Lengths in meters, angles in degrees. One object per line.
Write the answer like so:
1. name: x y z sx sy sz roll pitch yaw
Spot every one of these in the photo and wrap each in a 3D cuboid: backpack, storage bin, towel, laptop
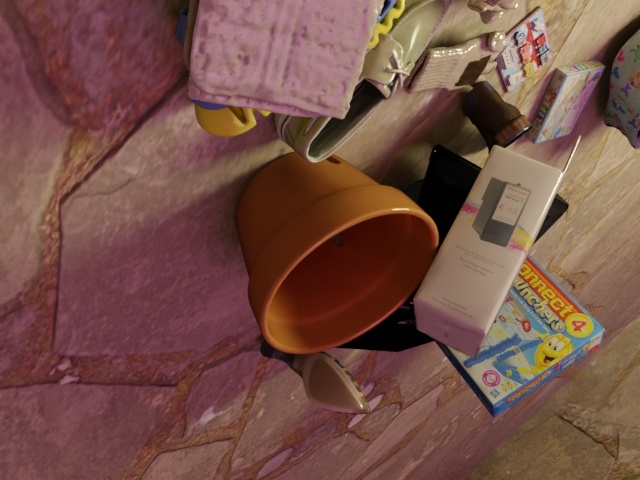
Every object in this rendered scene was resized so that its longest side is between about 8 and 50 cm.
1. backpack: 0.664 -0.305 1.139 0.225 0.191 0.253 -35 140 1
2. storage bin: 0.439 -0.047 1.331 0.122 0.084 0.180 13 124 -47
3. towel: -0.020 -0.251 0.567 0.187 0.049 0.282 4 127 -26
4. laptop: 0.184 0.053 1.195 0.407 0.237 0.381 -26 153 36

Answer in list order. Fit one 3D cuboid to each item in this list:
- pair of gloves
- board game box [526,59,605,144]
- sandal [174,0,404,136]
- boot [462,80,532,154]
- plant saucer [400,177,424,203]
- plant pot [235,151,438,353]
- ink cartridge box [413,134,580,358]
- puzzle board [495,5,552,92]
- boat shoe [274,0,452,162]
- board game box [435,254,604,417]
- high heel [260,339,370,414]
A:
1. pair of gloves: 0.239 -0.302 0.847 0.204 0.042 0.240 -22 156 -46
2. board game box: 0.463 -0.261 1.148 0.103 0.026 0.154 -17 141 -25
3. sandal: -0.033 -0.251 0.664 0.317 0.126 0.138 -38 141 2
4. boot: 0.299 -0.211 1.034 0.082 0.106 0.219 -36 176 8
5. plant saucer: 0.181 -0.066 1.124 0.119 0.021 0.120 -12 123 -19
6. plant pot: 0.000 0.000 0.911 0.290 0.204 0.291 -23 144 -18
7. ink cartridge box: 0.282 -0.005 0.982 0.354 0.119 0.207 -59 161 -14
8. puzzle board: 0.337 -0.310 0.998 0.096 0.011 0.128 -41 145 7
9. boat shoe: 0.070 -0.222 0.801 0.302 0.094 0.109 -45 144 13
10. board game box: 0.430 0.195 1.414 0.301 0.308 0.086 -32 144 -6
11. high heel: 0.021 0.273 1.213 0.093 0.261 0.186 -62 148 -1
